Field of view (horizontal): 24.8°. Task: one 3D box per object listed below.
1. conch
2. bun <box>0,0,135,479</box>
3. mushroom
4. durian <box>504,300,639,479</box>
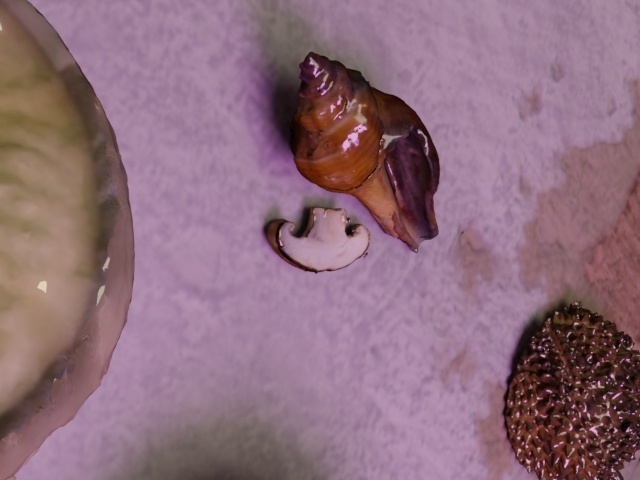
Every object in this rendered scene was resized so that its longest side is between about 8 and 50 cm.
[{"bbox_3d":[0.034,-0.068,1.045,0.232,0.086,0.080,26,36,-56],"label":"conch"},{"bbox_3d":[-0.269,0.021,0.660,0.364,0.202,0.364,6,66,-13],"label":"bun"},{"bbox_3d":[0.000,-0.001,1.059,0.101,0.019,0.049,5,93,-46],"label":"mushroom"},{"bbox_3d":[0.241,0.148,1.260,0.148,0.091,0.188,-44,125,-30],"label":"durian"}]
